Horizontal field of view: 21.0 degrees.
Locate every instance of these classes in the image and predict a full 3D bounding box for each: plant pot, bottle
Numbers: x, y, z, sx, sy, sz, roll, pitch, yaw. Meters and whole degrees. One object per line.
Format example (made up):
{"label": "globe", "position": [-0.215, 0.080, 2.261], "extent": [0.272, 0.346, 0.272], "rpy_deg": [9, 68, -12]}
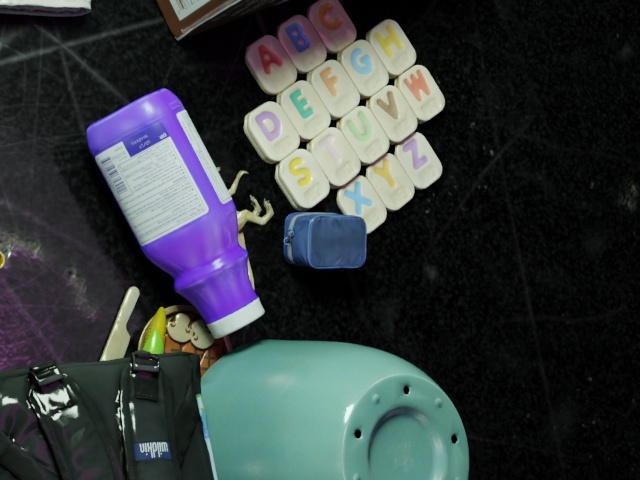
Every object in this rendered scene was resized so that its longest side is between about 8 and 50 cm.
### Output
{"label": "plant pot", "position": [0.021, 0.245, 1.920], "extent": [0.293, 0.235, 0.293], "rpy_deg": [8, 78, -37]}
{"label": "bottle", "position": [-0.156, -0.027, 1.964], "extent": [0.283, 0.118, 0.092], "rpy_deg": [62, 24, -4]}

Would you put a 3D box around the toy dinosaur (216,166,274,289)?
{"label": "toy dinosaur", "position": [-0.106, -0.021, 2.046], "extent": [0.092, 0.053, 0.183], "rpy_deg": [-32, 89, -18]}

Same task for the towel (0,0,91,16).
{"label": "towel", "position": [-0.394, -0.349, 1.934], "extent": [0.282, 0.049, 0.187], "rpy_deg": [-2, 80, -33]}

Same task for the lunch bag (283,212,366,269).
{"label": "lunch bag", "position": [0.000, 0.000, 2.090], "extent": [0.098, 0.065, 0.067], "rpy_deg": [2, 93, -33]}

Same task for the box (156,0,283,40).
{"label": "box", "position": [-0.014, -0.380, 2.099], "extent": [0.381, 0.191, 0.143], "rpy_deg": [-27, 94, -33]}

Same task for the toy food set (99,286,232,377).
{"label": "toy food set", "position": [-0.150, 0.137, 1.975], "extent": [0.192, 0.038, 0.132], "rpy_deg": [27, 65, -24]}

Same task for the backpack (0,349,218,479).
{"label": "backpack", "position": [-0.225, 0.324, 1.778], "extent": [0.290, 0.273, 0.356], "rpy_deg": [-7, 61, -36]}

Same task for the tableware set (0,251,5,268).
{"label": "tableware set", "position": [-0.413, 0.002, 1.851], "extent": [0.154, 0.024, 0.104], "rpy_deg": [12, 73, -30]}

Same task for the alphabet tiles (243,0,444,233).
{"label": "alphabet tiles", "position": [0.035, -0.161, 2.176], "extent": [0.284, 0.021, 0.278], "rpy_deg": [-37, 99, -33]}
